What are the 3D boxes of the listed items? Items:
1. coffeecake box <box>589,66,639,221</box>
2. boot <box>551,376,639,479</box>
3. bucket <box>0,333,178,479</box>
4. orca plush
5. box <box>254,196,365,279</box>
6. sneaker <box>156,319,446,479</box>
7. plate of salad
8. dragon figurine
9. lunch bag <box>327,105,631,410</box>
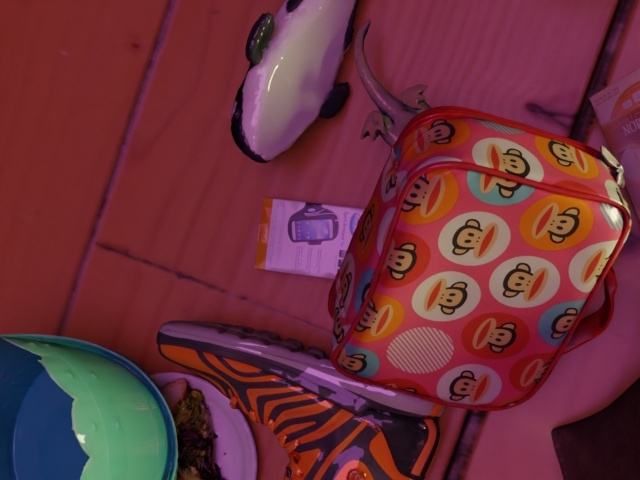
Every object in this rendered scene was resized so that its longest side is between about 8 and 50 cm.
[{"bbox_3d":[0.356,-0.084,1.124,0.068,0.142,0.185,-18,83,-27],"label":"coffeecake box"},{"bbox_3d":[0.300,0.168,1.128,0.207,0.090,0.248,-21,84,46],"label":"boot"},{"bbox_3d":[-0.297,0.232,1.240,0.281,0.183,0.281,-2,86,28],"label":"bucket"},{"bbox_3d":[-0.039,-0.226,1.254,0.102,0.151,0.287,18,97,45],"label":"orca plush"},{"bbox_3d":[0.000,0.000,1.276,0.136,0.028,0.081,8,91,12],"label":"box"},{"bbox_3d":[-0.041,0.198,1.231,0.321,0.124,0.180,17,92,14],"label":"sneaker"},{"bbox_3d":[-0.168,0.247,1.302,0.200,0.048,0.200,0,89,13],"label":"plate of salad"},{"bbox_3d":[0.118,-0.093,1.216,0.085,0.144,0.289,-43,60,11],"label":"dragon figurine"},{"bbox_3d":[0.160,0.031,1.110,0.258,0.120,0.293,14,127,-12],"label":"lunch bag"}]
